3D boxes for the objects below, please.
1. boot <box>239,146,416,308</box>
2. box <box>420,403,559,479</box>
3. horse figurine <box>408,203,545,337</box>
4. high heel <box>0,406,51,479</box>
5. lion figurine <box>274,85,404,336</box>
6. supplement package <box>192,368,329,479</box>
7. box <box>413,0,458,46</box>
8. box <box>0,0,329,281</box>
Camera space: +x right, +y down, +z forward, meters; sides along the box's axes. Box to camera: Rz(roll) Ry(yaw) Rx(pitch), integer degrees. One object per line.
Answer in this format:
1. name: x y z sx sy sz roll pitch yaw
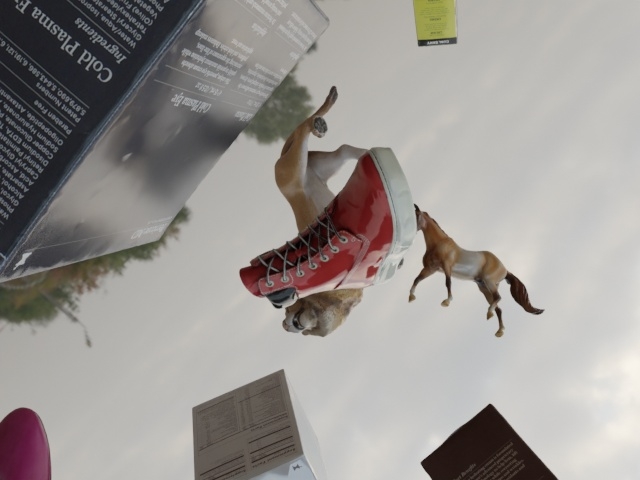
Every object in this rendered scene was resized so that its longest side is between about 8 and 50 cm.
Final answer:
1. boot: 0.000 0.000 0.828 0.176 0.088 0.244 -14 153 -12
2. box: 0.316 0.433 1.349 0.168 0.167 0.203 -40 -135 0
3. horse figurine: 0.254 0.060 1.338 0.066 0.263 0.175 122 -16 -50
4. high heel: -0.457 0.389 0.980 0.127 0.181 0.378 -3 -113 20
5. lion figurine: -0.001 -0.036 1.298 0.142 0.392 0.240 -7 176 -35
6. supplement package: -0.103 0.412 1.406 0.198 0.199 0.263 -23 -155 0
7. box: 0.142 -0.365 0.993 0.058 0.232 0.087 -2 -127 12
8. box: -0.177 -0.154 0.689 0.312 0.179 0.343 -51 176 9
